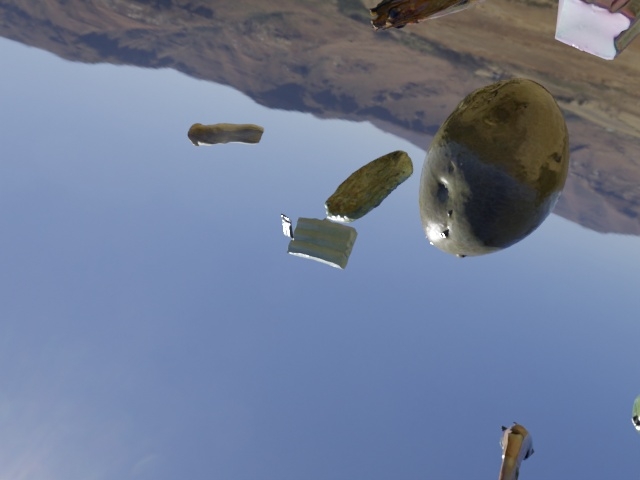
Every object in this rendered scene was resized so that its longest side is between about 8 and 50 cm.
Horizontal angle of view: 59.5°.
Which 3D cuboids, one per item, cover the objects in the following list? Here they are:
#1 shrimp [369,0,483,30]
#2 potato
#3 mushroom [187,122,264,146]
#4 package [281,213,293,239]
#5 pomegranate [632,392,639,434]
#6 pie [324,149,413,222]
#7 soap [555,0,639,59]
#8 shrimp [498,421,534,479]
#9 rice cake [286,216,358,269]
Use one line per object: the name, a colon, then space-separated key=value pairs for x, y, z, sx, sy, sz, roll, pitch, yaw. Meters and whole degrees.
shrimp: x=0.179 y=-0.371 z=0.796 sx=0.150 sy=0.248 sz=0.068 roll=53 pitch=169 yaw=47
potato: x=0.209 y=-0.084 z=0.698 sx=0.160 sy=0.235 sz=0.178 roll=26 pitch=-147 yaw=-6
mushroom: x=-0.247 y=-0.281 z=1.478 sx=0.202 sy=0.059 sz=0.054 roll=-1 pitch=-162 yaw=4
package: x=-0.090 y=-0.036 z=1.543 sx=0.037 sy=0.015 sz=0.110 roll=37 pitch=156 yaw=20
pomegranate: x=0.726 y=0.335 z=1.150 sx=0.131 sy=0.191 sz=0.152 roll=30 pitch=162 yaw=20
pie: x=0.086 y=-0.093 z=0.996 sx=0.041 sy=0.187 sz=0.187 roll=52 pitch=-173 yaw=-18
soap: x=0.618 y=-0.529 z=1.175 sx=0.193 sy=0.109 sz=0.324 roll=36 pitch=-116 yaw=24
shrimp: x=0.397 y=0.468 z=1.151 sx=0.075 sy=0.178 sz=0.289 roll=14 pitch=169 yaw=19
rice cake: x=0.000 y=0.000 z=1.576 sx=0.237 sy=0.127 sz=0.043 roll=11 pitch=166 yaw=44
